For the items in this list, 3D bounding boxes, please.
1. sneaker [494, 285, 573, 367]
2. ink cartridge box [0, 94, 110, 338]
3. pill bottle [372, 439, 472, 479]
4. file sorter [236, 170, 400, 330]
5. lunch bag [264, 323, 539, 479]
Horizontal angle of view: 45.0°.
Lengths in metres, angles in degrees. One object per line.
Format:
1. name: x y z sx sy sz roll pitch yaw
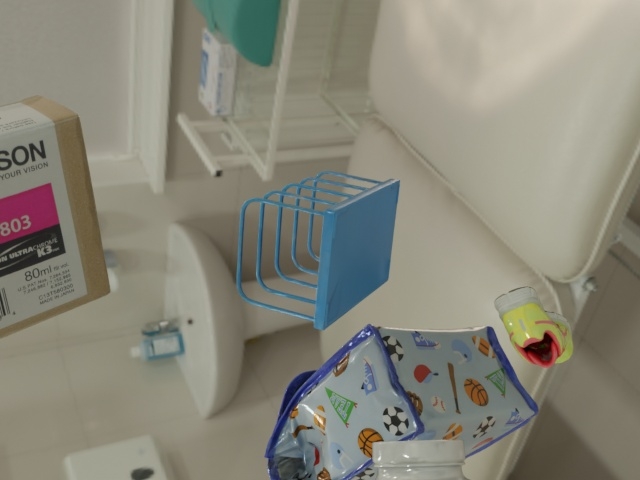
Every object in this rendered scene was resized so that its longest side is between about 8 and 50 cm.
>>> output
1. sneaker: 0.315 0.148 1.112 0.081 0.208 0.094 -32 50 22
2. ink cartridge box: -0.323 -0.005 0.694 0.088 0.234 0.193 26 129 41
3. pill bottle: 0.136 0.426 1.002 0.181 0.181 0.323 148 124 -62
4. file sorter: 0.000 0.000 0.804 0.104 0.170 0.118 12 109 23
5. lunch bag: 0.121 0.318 1.384 0.385 0.327 0.239 -49 50 36
